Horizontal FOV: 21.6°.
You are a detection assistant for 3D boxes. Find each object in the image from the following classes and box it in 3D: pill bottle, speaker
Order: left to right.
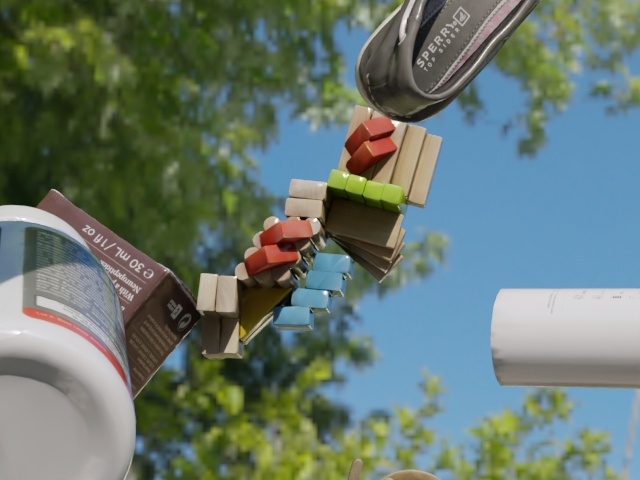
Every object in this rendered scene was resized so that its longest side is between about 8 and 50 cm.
[{"bbox_3d":[-0.276,0.104,1.497,0.210,0.210,0.363,5,19,-10],"label":"pill bottle"},{"bbox_3d":[0.160,0.052,0.892,0.136,0.055,0.055,-1,-24,20],"label":"speaker"}]

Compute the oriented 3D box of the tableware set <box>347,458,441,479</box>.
[{"bbox_3d":[0.071,0.308,1.568,0.128,0.194,0.039,12,16,-6],"label":"tableware set"}]

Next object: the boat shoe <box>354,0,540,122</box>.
[{"bbox_3d":[0.154,-0.233,1.360,0.112,0.335,0.095,38,-9,-15],"label":"boat shoe"}]

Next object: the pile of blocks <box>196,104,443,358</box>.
[{"bbox_3d":[0.000,0.000,1.865,0.149,0.362,0.112,39,-4,14],"label":"pile of blocks"}]

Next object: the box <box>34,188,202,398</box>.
[{"bbox_3d":[-0.330,0.152,1.829,0.191,0.381,0.143,33,-13,25],"label":"box"}]
